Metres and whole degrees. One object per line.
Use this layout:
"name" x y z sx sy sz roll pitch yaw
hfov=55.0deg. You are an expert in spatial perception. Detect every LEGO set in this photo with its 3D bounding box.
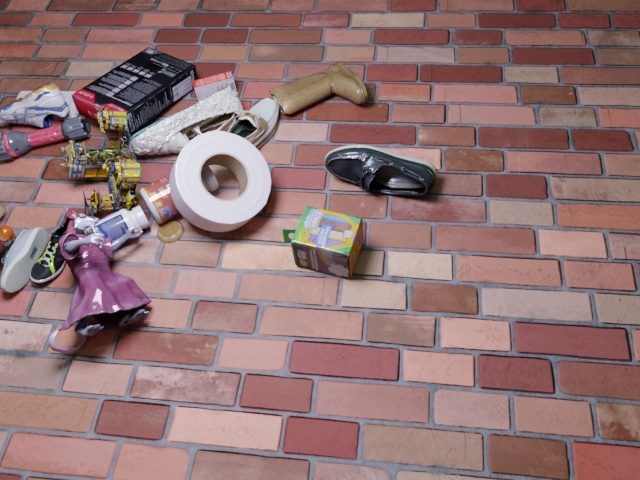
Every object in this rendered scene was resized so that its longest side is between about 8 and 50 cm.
"LEGO set" -0.681 -0.238 1.869 0.192 0.255 0.331 -4 63 -30

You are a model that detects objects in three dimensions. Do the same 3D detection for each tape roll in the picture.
"tape roll" -0.292 -0.172 1.797 0.286 0.100 0.286 6 74 -22

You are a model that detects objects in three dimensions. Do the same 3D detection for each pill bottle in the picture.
"pill bottle" -0.425 -0.150 1.866 0.216 0.121 0.121 -30 58 -14
"pill bottle" -0.598 -0.036 1.820 0.169 0.094 0.094 -28 58 -13

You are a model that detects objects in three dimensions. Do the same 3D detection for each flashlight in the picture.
"flashlight" -0.939 -0.348 2.065 0.304 0.103 0.103 -15 54 -4

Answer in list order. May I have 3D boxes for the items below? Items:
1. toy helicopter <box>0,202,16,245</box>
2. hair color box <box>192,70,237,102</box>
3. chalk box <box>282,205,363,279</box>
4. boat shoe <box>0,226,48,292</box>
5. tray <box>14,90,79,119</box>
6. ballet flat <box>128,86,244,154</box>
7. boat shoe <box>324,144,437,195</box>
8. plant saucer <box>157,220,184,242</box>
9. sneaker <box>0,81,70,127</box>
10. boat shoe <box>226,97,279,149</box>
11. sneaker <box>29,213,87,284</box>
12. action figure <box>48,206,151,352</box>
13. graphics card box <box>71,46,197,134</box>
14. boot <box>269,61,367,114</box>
"toy helicopter" -0.987 -0.010 1.807 0.235 0.140 0.355 -28 39 11
"hair color box" -0.370 -0.538 2.159 0.141 0.072 0.043 -16 56 -7
"chalk box" 0.000 0.000 1.714 0.213 0.132 0.132 15 59 14
"boat shoe" -0.883 0.056 1.803 0.081 0.079 0.227 0 50 17
"tray" -0.990 -0.495 2.216 0.271 0.030 0.145 2 55 7
"ballet flat" -0.424 -0.368 2.017 0.409 0.147 0.147 -34 59 -17
"boat shoe" 0.172 -0.193 1.835 0.340 0.127 0.113 14 46 4
"plant saucer" -0.452 -0.030 1.850 0.084 0.015 0.083 -3 55 4
"sneaker" -1.006 -0.432 2.127 0.297 0.131 0.111 -17 29 22
"boat shoe" -0.223 -0.368 2.007 0.113 0.103 0.302 16 59 16
"sneaker" -0.777 0.017 1.799 0.084 0.097 0.234 18 59 18
"action figure" -0.624 0.081 1.679 0.276 0.248 0.370 -35 73 12
"graphics card box" -0.631 -0.523 2.128 0.233 0.094 0.371 24 52 21
"boot" -0.005 -0.487 2.085 0.270 0.089 0.236 -26 47 -12
